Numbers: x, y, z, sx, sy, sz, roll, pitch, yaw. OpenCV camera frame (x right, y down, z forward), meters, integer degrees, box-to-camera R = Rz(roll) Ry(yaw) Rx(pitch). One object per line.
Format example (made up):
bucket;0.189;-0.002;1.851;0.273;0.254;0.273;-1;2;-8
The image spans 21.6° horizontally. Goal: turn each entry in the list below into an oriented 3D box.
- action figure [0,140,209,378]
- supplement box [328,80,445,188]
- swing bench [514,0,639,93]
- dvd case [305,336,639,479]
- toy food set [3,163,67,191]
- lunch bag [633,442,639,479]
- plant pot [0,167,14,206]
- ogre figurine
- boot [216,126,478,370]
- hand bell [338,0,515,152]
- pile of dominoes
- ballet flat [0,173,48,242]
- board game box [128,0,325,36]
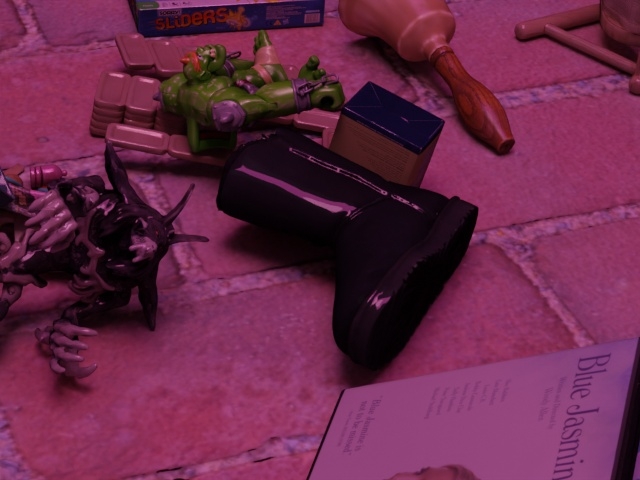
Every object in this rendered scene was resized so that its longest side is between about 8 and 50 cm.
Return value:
action figure;-0.213;0.026;1.309;0.275;0.164;0.141;-17;22;-12
supplement box;0.056;-0.084;1.528;0.083;0.083;0.056;29;41;12
swing bench;0.357;-0.333;1.765;0.165;0.253;0.254;31;45;30
dvd case;0.105;0.150;1.191;0.253;0.022;0.180;-12;30;26
toy food set;-0.245;-0.040;1.500;0.122;0.019;0.078;26;42;25
lunch bag;0.258;0.182;1.206;0.218;0.090;0.176;9;38;7
plant pot;-0.402;-0.062;1.335;0.234;0.166;0.165;-29;76;1
ogre figurine;-0.072;-0.135;1.538;0.118;0.097;0.197;-19;41;-27
boot;0.000;0.000;1.410;0.207;0.094;0.246;21;33;15
hand bell;0.128;-0.177;1.680;0.126;0.126;0.242;-15;54;-25
pile of dominoes;-0.093;-0.117;1.626;0.251;0.040;0.196;11;36;-6
ballet flat;-0.254;-0.017;1.429;0.221;0.077;0.079;16;78;13
board game box;-0.108;-0.274;1.811;0.201;0.035;0.136;-6;38;-14
